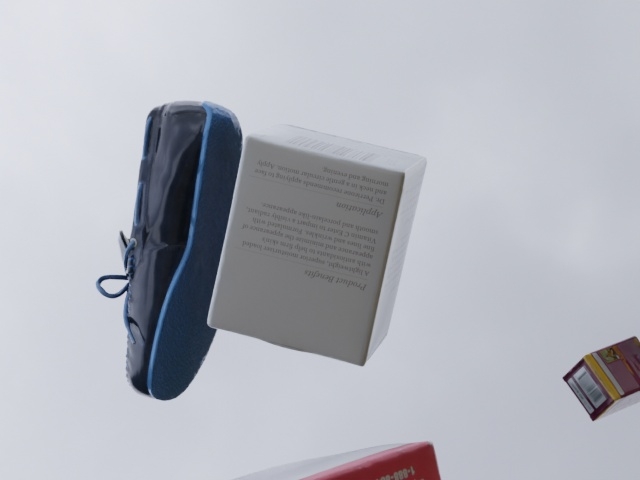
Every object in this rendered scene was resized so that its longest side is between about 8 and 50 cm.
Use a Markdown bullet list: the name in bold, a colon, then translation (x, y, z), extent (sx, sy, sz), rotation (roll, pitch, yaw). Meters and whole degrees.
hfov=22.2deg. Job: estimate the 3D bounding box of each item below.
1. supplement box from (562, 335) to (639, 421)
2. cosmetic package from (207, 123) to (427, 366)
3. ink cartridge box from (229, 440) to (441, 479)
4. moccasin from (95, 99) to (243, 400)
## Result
- **supplement box**: translation (0.283, 0.132, 1.573), extent (0.083, 0.055, 0.043), rotation (-13, -29, -41)
- **cosmetic package**: translation (0.000, 0.000, 1.515), extent (0.151, 0.151, 0.183), rotation (-36, -40, -76)
- **ink cartridge box**: translation (-0.017, 0.272, 0.803), extent (0.226, 0.131, 0.306), rotation (-10, -96, -51)
- **moccasin**: translation (-0.172, 0.010, 1.874), extent (0.138, 0.117, 0.341), rotation (22, -101, -61)
